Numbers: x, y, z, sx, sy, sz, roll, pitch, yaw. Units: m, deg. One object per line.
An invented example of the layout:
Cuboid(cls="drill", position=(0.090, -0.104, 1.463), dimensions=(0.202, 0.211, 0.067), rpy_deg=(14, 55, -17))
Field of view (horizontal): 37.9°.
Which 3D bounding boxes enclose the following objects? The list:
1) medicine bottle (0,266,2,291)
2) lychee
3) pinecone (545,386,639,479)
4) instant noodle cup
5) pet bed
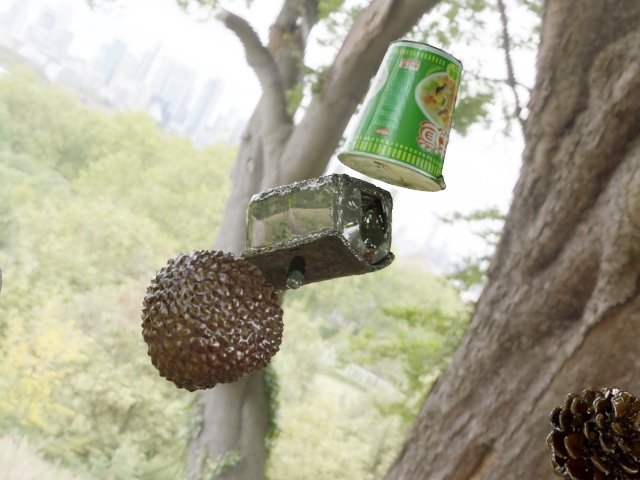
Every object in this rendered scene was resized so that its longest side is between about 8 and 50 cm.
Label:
Cuboid(cls="medicine bottle", position=(-0.453, 0.009, 1.087), dimensions=(0.133, 0.133, 0.250), rpy_deg=(25, 6, -30))
Cuboid(cls="lychee", position=(-0.139, 0.097, 1.193), dimensions=(0.188, 0.188, 0.188), rpy_deg=(27, 4, -2))
Cuboid(cls="pinecone", position=(0.496, 0.340, 1.605), dimensions=(0.208, 0.207, 0.208), rpy_deg=(27, 4, -2))
Cuboid(cls="instant noodle cup", position=(0.162, -0.227, 1.698), dimensions=(0.207, 0.232, 0.207), rpy_deg=(18, -7, 2))
Cuboid(cls="pet bed", position=(0.000, 0.000, 1.473), dimensions=(0.211, 0.159, 0.183), rpy_deg=(-10, -17, 33))
